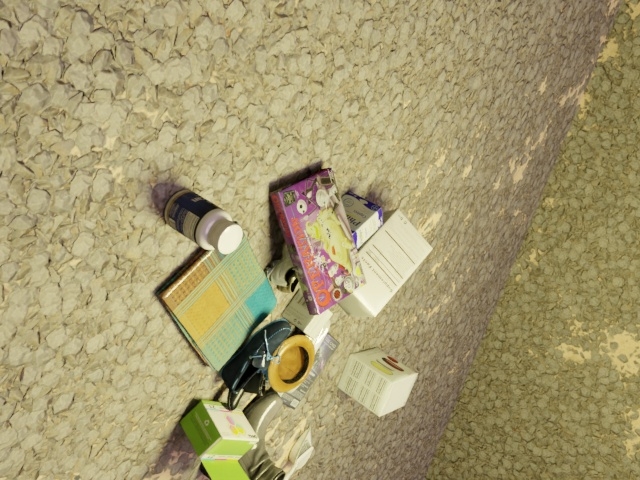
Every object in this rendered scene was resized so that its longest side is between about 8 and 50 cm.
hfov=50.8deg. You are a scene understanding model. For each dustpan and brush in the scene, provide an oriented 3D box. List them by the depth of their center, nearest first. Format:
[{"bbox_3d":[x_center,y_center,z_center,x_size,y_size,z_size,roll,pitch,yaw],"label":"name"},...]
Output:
[{"bbox_3d":[-0.084,0.797,2.450,0.211,0.060,0.147,-37,141,-33],"label":"dustpan and brush"}]

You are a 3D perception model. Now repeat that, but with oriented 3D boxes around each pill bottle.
[{"bbox_3d":[-0.250,-0.037,1.458,0.094,0.169,0.094,-35,140,-35],"label":"pill bottle"}]

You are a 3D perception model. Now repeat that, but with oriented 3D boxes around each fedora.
[{"bbox_3d":[-0.102,0.353,1.990,0.194,0.079,0.194,-23,125,-38],"label":"fedora"}]

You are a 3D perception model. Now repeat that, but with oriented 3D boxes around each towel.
[{"bbox_3d":[-0.250,0.149,1.733,0.271,0.040,0.370,-47,144,-21],"label":"towel"}]

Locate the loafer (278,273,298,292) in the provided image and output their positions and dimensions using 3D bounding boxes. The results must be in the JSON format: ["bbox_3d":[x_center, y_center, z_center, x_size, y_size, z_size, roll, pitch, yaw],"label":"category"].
[{"bbox_3d":[-0.066,0.088,1.926,0.056,0.050,0.148,19,99,-58],"label":"loafer"}]

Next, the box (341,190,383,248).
[{"bbox_3d":[0.091,-0.059,1.959,0.137,0.126,0.072,-43,145,-26],"label":"box"}]

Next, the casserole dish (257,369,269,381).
[{"bbox_3d":[-0.173,0.353,2.000,0.114,0.037,0.188,-11,123,-50],"label":"casserole dish"}]

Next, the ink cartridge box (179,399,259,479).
[{"bbox_3d":[-0.246,0.575,1.853,0.097,0.255,0.189,-45,149,8],"label":"ink cartridge box"}]

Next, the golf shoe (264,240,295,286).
[{"bbox_3d":[-0.073,0.050,1.856,0.176,0.086,0.069,-59,146,-6],"label":"golf shoe"}]

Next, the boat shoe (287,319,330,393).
[{"bbox_3d":[-0.065,0.341,2.093,0.088,0.096,0.268,30,89,-22],"label":"boat shoe"}]

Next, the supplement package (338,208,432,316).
[{"bbox_3d":[0.161,0.072,2.054,0.175,0.177,0.293,48,70,-12],"label":"supplement package"}]

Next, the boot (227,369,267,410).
[{"bbox_3d":[-0.208,0.427,1.914,0.045,0.099,0.121,62,32,-59],"label":"boot"}]

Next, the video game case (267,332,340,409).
[{"bbox_3d":[-0.051,0.421,2.235,0.274,0.026,0.196,-55,148,-10],"label":"video game case"}]

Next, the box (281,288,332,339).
[{"bbox_3d":[-0.040,0.222,2.020,0.102,0.101,0.087,-54,148,-7],"label":"box"}]

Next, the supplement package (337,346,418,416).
[{"bbox_3d":[0.214,0.522,2.517,0.194,0.203,0.149,-2,117,-54],"label":"supplement package"}]

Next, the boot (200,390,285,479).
[{"bbox_3d":[-0.178,0.643,2.038,0.338,0.222,0.118,-50,146,-14],"label":"boot"}]

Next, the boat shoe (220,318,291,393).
[{"bbox_3d":[-0.164,0.326,1.865,0.109,0.089,0.258,19,120,-46],"label":"boat shoe"}]

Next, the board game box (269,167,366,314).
[{"bbox_3d":[0.000,0.000,1.806,0.208,0.056,0.347,-28,107,-36],"label":"board game box"}]
